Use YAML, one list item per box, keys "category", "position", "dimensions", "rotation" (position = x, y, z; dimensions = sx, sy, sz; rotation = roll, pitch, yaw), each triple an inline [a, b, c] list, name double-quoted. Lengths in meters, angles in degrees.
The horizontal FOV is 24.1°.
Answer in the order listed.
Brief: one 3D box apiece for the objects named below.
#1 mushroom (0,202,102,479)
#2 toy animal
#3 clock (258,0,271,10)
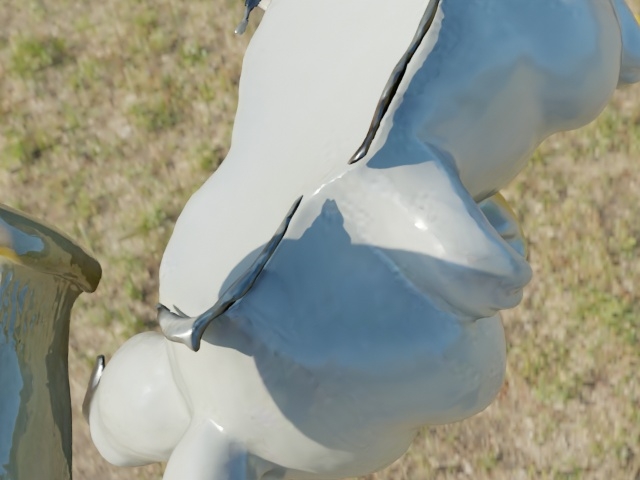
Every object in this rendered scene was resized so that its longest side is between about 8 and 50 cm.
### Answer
- category: "mushroom"
  position: [-0.124, 0.106, 0.484]
  dimensions: [0.096, 0.108, 0.247]
  rotation: [9, 95, 7]
- category: "toy animal"
  position: [0.005, 0.000, 0.644]
  dimensions: [0.325, 0.154, 0.208]
  rotation: [-47, 38, 9]
- category: "clock"
  position: [-0.041, -0.194, 0.685]
  dimensions: [0.156, 0.229, 0.063]
  rotation: [18, 47, 26]
